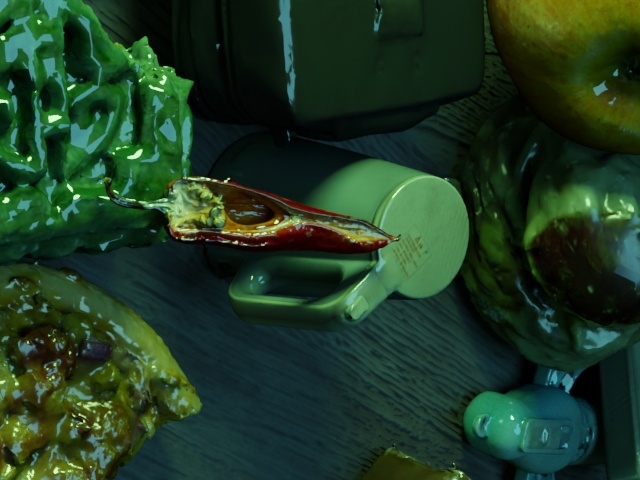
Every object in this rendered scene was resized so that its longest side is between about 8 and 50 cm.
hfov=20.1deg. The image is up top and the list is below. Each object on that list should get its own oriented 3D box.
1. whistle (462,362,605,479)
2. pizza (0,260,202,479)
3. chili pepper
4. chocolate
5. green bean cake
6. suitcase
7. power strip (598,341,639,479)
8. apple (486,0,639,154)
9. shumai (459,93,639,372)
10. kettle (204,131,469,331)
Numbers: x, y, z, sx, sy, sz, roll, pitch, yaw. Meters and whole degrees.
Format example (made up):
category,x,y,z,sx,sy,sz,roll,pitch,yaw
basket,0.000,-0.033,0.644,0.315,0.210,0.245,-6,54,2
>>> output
category,x,y,z,sx,sy,sz,roll,pitch,yaw
whistle,0.265,0.213,2.037,0.274,0.093,0.186,10,93,-43
pizza,-0.280,0.150,1.573,0.409,0.114,0.278,19,79,-37
chili pepper,-0.059,-0.019,1.528,0.268,0.050,0.059,7,81,-24
chocolate,0.139,0.318,1.911,0.093,0.148,0.214,-49,121,-17
green bean cake,-0.260,-0.135,1.509,0.300,0.169,0.308,-9,100,-38
suitcase,0.015,-0.257,1.669,0.345,0.188,0.339,-15,105,-53
power strip,0.392,0.180,2.093,0.193,0.059,0.265,27,54,-47
apple,0.310,-0.225,1.752,0.301,0.301,0.301,-6,100,-39
shumai,0.309,-0.015,1.895,0.304,0.263,0.309,-37,105,-10
kettle,0.000,0.000,1.690,0.210,0.243,0.160,-39,119,-27
